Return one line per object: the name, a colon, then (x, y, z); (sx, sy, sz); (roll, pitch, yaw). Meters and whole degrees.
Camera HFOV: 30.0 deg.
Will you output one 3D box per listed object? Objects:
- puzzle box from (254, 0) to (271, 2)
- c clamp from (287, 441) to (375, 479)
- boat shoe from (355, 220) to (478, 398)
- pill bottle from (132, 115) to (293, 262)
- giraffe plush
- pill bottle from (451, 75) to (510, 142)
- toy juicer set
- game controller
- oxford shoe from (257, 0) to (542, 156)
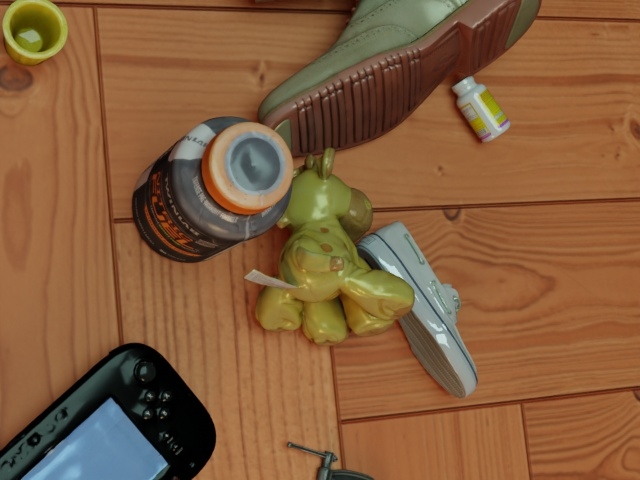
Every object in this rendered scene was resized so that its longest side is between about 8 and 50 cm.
puzzle box: (0.024, -0.496, 1.424); (0.272, 0.052, 0.409); (-9, 79, -4)
c clamp: (0.010, 0.321, 1.369); (0.137, 0.022, 0.161); (14, 75, -25)
boat shoe: (0.132, 0.077, 1.421); (0.076, 0.083, 0.226); (-35, 94, -22)
pill bottle: (-0.110, -0.055, 1.256); (0.130, 0.245, 0.130); (4, 80, -21)
giraffe plush: (0.000, 0.000, 1.339); (0.210, 0.181, 0.171); (35, 46, -44)
pill bottle: (0.201, -0.168, 1.510); (0.043, 0.043, 0.083); (-38, 97, -23)
toy juicer set: (-0.432, -0.298, 1.250); (0.329, 0.089, 0.209); (2, 81, -21)
game controller: (-0.256, 0.258, 1.244); (0.319, 0.067, 0.166); (-43, 98, -21)
oxford shoe: (0.075, -0.234, 1.446); (0.397, 0.140, 0.146); (-30, 64, -20)
